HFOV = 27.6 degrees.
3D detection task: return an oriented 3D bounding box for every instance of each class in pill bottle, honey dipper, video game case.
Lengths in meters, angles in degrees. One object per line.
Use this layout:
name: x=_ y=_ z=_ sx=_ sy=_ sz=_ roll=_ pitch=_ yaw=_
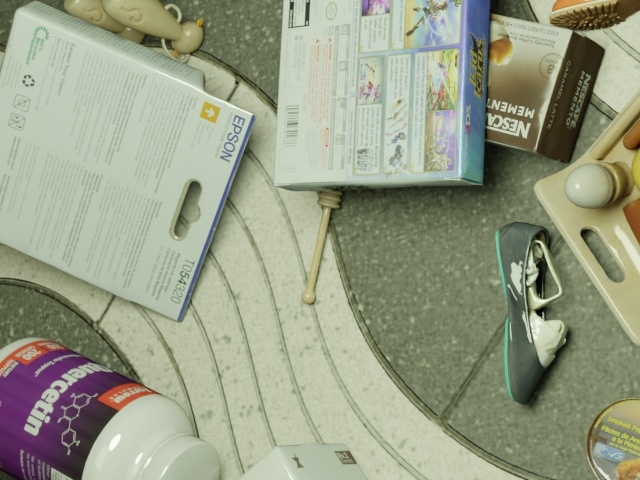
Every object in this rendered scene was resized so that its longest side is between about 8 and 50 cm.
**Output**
pill bottle: x=-0.289 y=0.254 z=1.659 sx=0.323 sy=0.181 sz=0.181 roll=20 pitch=94 yaw=32
honey dipper: x=0.000 y=0.000 z=1.605 sx=0.030 sy=0.030 sz=0.161 roll=14 pitch=93 yaw=32
video game case: x=0.068 y=-0.192 z=1.453 sx=0.244 sy=0.061 sz=0.270 roll=0 pitch=84 yaw=35

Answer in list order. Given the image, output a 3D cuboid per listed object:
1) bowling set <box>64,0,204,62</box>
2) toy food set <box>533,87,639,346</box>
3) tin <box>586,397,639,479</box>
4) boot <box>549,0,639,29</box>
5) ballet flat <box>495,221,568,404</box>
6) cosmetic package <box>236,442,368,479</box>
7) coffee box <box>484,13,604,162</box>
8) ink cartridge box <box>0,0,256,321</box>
bowling set: x=-0.242 y=-0.330 z=1.753 sx=0.287 sy=0.154 sz=0.200 roll=-46 pitch=44 yaw=20
toy food set: x=0.352 y=-0.064 z=1.301 sx=0.220 sy=0.092 sz=0.306 roll=61 pitch=143 yaw=23
tin: x=0.369 y=0.228 z=1.344 sx=0.189 sy=0.040 sz=0.106 roll=19 pitch=98 yaw=32
boot: x=0.323 y=-0.286 z=1.431 sx=0.158 sy=0.059 sz=0.085 roll=-18 pitch=71 yaw=20
ballet flat: x=0.234 y=0.076 z=1.428 sx=0.074 sy=0.074 sz=0.203 roll=-10 pitch=76 yaw=30
cosmetic package: x=-0.035 y=0.347 z=1.508 sx=0.183 sy=0.151 sz=0.151 roll=-43 pitch=64 yaw=21
coffee box: x=0.175 y=-0.185 z=1.479 sx=0.246 sy=0.098 sz=0.141 roll=19 pitch=95 yaw=33
ink cartridge box: x=-0.273 y=-0.098 z=1.681 sx=0.330 sy=0.071 sz=0.324 roll=24 pitch=117 yaw=2
